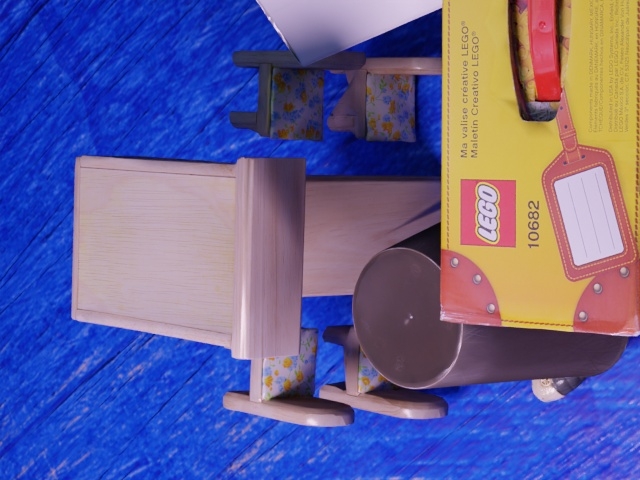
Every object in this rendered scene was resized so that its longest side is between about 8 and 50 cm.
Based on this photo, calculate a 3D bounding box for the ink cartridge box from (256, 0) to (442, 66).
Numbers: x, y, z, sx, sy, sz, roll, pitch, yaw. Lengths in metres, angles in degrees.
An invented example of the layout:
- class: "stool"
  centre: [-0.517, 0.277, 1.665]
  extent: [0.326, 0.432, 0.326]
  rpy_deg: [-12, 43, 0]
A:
- class: "ink cartridge box"
  centre: [0.086, -0.316, 1.699]
  extent: [0.226, 0.306, 0.131]
  rpy_deg: [-20, 115, 37]

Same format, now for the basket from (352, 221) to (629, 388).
- class: "basket"
  centre: [0.149, 0.051, 1.670]
  extent: [0.154, 0.227, 0.204]
  rpy_deg: [-44, 68, 38]

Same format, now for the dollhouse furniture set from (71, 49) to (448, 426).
- class: "dollhouse furniture set"
  centre: [0.000, 0.000, 1.728]
  extent: [0.256, 0.394, 0.362]
  rpy_deg: [7, 96, 48]

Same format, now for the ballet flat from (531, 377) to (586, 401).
- class: "ballet flat"
  centre: [0.252, 0.087, 1.760]
  extent: [0.057, 0.049, 0.173]
  rpy_deg: [43, 117, 23]

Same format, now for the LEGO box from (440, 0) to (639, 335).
- class: "LEGO box"
  centre: [0.279, -0.187, 1.518]
  extent: [0.193, 0.372, 0.500]
  rpy_deg: [3, 94, 39]
